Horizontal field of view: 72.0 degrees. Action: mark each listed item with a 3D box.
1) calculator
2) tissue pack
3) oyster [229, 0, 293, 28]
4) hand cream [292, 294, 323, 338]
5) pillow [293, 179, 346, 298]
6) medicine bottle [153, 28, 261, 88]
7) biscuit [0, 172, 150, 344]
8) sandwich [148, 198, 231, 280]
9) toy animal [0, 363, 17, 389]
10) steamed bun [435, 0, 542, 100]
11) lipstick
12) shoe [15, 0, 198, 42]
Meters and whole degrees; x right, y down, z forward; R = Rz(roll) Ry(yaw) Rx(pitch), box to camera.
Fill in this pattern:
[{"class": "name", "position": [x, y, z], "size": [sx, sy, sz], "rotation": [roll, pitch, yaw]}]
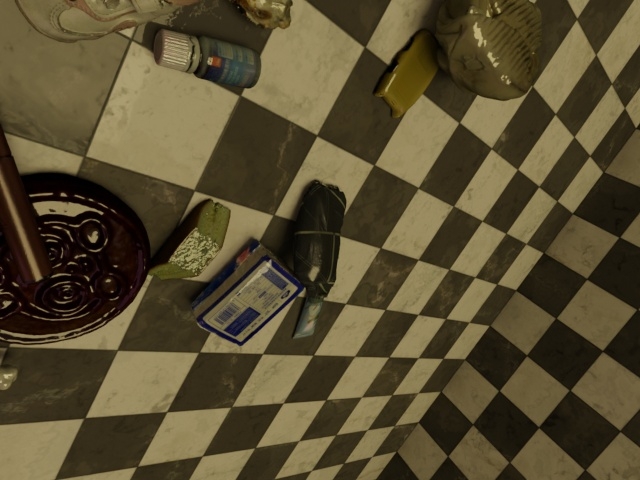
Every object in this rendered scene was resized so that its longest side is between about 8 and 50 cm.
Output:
[{"class": "calculator", "position": [0.255, -0.464, 1.220], "size": [0.157, 0.033, 0.236], "rotation": [31, 97, -46]}, {"class": "tissue pack", "position": [-0.206, 0.149, 1.252], "size": [0.270, 0.137, 0.209], "rotation": [-44, 139, 2]}, {"class": "oyster", "position": [-0.122, -0.487, 0.895], "size": [0.148, 0.051, 0.103], "rotation": [-4, 112, -46]}, {"class": "hand cream", "position": [-0.034, 0.248, 1.524], "size": [0.088, 0.055, 0.256], "rotation": [-8, 132, -33]}, {"class": "pillow", "position": [0.000, 0.000, 1.267], "size": [0.162, 0.093, 0.334], "rotation": [9, 87, -37]}, {"class": "medicine bottle", "position": [-0.224, -0.365, 0.885], "size": [0.203, 0.083, 0.083], "rotation": [1, 120, -36]}, {"class": "biscuit", "position": [-0.568, 0.056, 0.930], "size": [0.408, 0.091, 0.407], "rotation": [-20, 132, -24]}, {"class": "sandwich", "position": [-0.321, 0.014, 1.091], "size": [0.258, 0.096, 0.094], "rotation": [-50, 132, 1]}, {"class": "toy animal", "position": [-0.802, 0.237, 0.844], "size": [0.181, 0.180, 0.363], "rotation": [-35, 159, -3]}, {"class": "steamed bun", "position": [0.422, -0.529, 1.168], "size": [0.324, 0.219, 0.309], "rotation": [25, 74, -32]}, {"class": "lipstick", "position": [-0.551, -0.093, 0.768], "size": [0.057, 0.057, 0.356], "rotation": [-17, 110, -27]}, {"class": "shoe", "position": [-0.301, -0.432, 0.690], "size": [0.351, 0.198, 0.171], "rotation": [-36, 135, -12]}]
